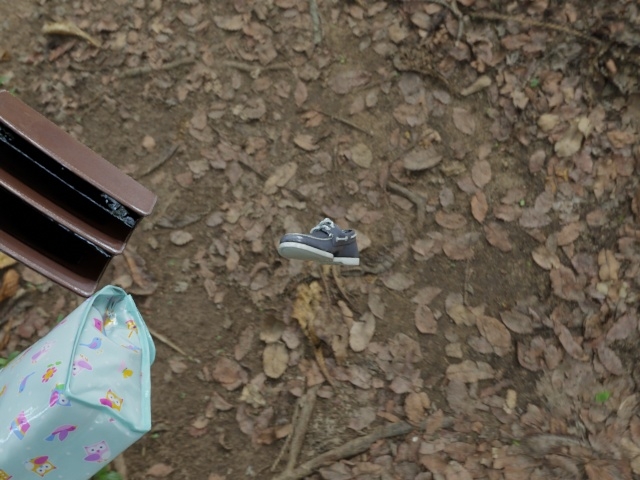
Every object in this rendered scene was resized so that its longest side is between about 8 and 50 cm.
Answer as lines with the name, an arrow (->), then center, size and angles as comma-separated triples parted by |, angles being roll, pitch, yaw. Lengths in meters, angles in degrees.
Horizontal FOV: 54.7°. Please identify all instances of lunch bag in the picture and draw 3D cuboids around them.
lunch bag -> -0.361, 0.208, 0.892 | 0.223, 0.160, 0.262 | -40, 34, 13

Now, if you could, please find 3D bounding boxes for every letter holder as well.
letter holder -> -0.435, -0.073, 0.969 | 0.152, 0.302, 0.214 | -50, 18, 10

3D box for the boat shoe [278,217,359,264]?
boat shoe -> 0.000, 0.000, 0.929 | 0.075, 0.206, 0.064 | 0, 83, 28
